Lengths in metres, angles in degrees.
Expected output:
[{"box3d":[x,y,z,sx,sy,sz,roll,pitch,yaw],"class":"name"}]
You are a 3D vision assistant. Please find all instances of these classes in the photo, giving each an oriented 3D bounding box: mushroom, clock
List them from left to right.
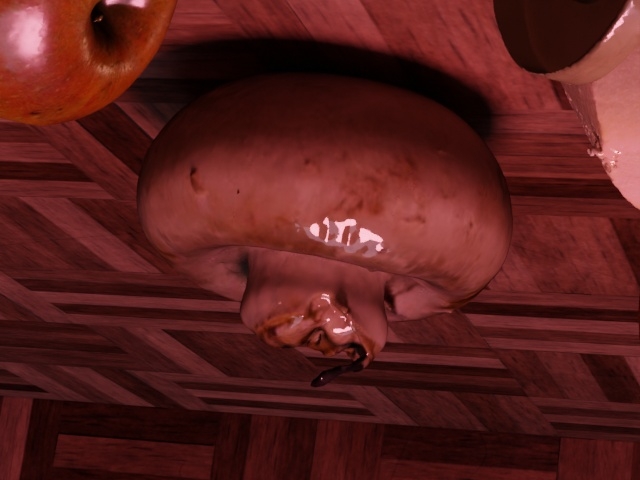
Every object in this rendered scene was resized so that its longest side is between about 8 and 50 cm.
[{"box3d":[0.000,0.000,1.741,0.362,0.295,0.362,7,166,2],"class":"mushroom"},{"box3d":[0.160,-0.206,1.056,0.029,0.235,0.235,11,164,-17],"class":"clock"}]

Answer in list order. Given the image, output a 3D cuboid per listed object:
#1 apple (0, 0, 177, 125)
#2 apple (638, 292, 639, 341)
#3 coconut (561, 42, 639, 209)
[{"box3d":[-0.217,-0.196,1.298,0.207,0.237,0.237,31,171,18],"class":"apple"},{"box3d":[0.445,0.096,1.414,0.400,0.333,0.400,15,132,18],"class":"apple"},{"box3d":[0.281,-0.134,1.281,0.244,0.239,0.239,-7,159,37],"class":"coconut"}]
